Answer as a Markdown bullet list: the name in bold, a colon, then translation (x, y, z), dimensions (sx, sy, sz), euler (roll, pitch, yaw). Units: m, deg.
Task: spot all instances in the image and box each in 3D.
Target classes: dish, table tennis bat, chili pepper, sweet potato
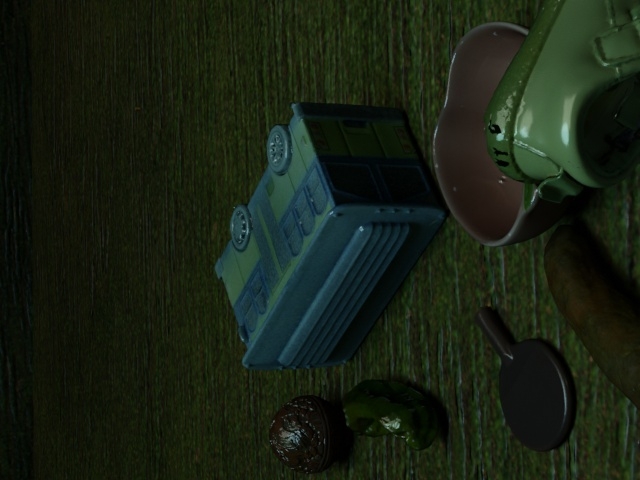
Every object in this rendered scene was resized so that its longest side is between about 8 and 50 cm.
- **dish**: translation (0.196, -0.100, 1.235), dimensions (0.213, 0.090, 0.213), euler (-5, 85, 63)
- **table tennis bat**: translation (0.157, 0.135, 1.286), dimensions (0.170, 0.119, 0.107), euler (61, 141, 40)
- **chili pepper**: translation (0.064, 0.196, 1.513), dimensions (0.204, 0.072, 0.073), euler (176, 102, -65)
- **sweet potato**: translation (0.261, 0.077, 1.143), dimensions (0.273, 0.075, 0.075), euler (-123, 42, -52)

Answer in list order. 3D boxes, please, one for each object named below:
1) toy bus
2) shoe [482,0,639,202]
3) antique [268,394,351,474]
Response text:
- **toy bus**: translation (0.000, 0.000, 1.545), dimensions (0.312, 0.152, 0.190), euler (-59, 41, 44)
- **shoe**: translation (0.242, -0.149, 1.067), dimensions (0.128, 0.140, 0.262), euler (37, 94, 32)
- **antique**: translation (-0.016, 0.243, 1.639), dimensions (0.104, 0.104, 0.104), euler (3, 94, 62)
